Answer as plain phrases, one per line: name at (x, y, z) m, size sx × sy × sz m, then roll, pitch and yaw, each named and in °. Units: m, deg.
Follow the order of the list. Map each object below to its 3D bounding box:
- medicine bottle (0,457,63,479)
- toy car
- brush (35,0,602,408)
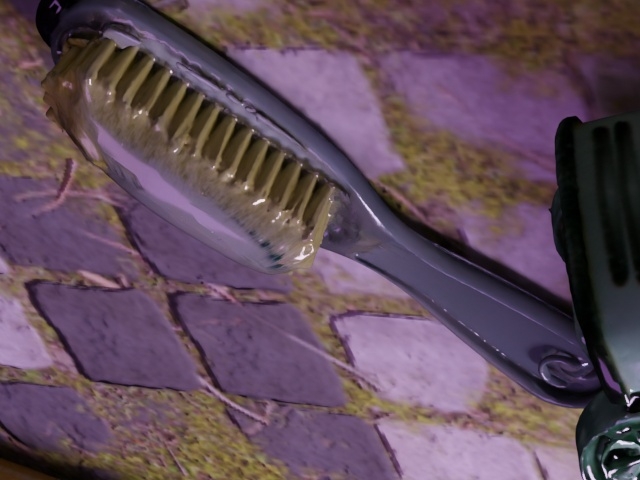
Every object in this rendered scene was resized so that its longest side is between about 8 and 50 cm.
medicine bottle at (-0.165, 0.175, 1.085) m, size 0.426 × 0.108 × 0.108 m, roll 19°, pitch 145°, yaw 11°
toy car at (0.183, 0.074, 0.718) m, size 0.125 × 0.136 × 0.306 m, roll -23°, pitch 128°, yaw 21°
brush at (0.000, 0.000, 0.789) m, size 0.297 × 0.060 × 0.068 m, roll 33°, pitch 142°, yaw -11°
